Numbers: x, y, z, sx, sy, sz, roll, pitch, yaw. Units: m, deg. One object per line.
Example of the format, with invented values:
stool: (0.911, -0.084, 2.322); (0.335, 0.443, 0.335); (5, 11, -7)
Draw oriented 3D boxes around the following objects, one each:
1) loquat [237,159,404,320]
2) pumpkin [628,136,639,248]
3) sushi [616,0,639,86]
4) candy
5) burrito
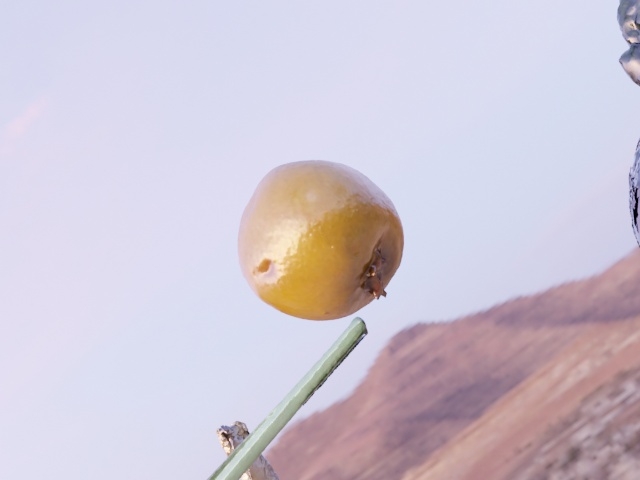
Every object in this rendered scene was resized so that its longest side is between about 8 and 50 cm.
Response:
loquat: (0.000, 0.000, 1.541); (0.208, 0.208, 0.208); (-33, -16, -11)
pumpkin: (0.314, -0.046, 0.822); (0.233, 0.163, 0.233); (-29, 18, 10)
sushi: (0.424, -0.269, 1.055); (0.178, 0.294, 0.352); (15, -25, -43)
candy: (-0.079, 0.186, 0.954); (0.335, 0.093, 0.092); (-49, -16, -1)
burrito: (-0.084, 0.322, 1.718); (0.051, 0.171, 0.042); (-25, -12, -49)
